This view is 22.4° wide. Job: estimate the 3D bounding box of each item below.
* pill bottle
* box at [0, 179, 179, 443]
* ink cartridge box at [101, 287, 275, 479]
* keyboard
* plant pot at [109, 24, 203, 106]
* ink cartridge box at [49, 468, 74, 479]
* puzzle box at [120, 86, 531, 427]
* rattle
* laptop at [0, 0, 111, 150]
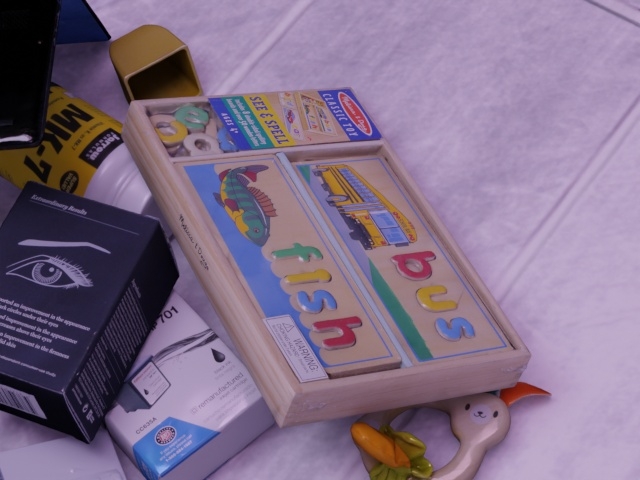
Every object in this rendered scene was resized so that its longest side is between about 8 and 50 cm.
[{"bbox_3d":[-0.248,-0.078,1.726,0.208,0.119,0.119,31,67,20],"label":"pill bottle"},{"bbox_3d":[-0.252,0.066,1.557,0.153,0.108,0.207,17,61,18],"label":"box"},{"bbox_3d":[-0.158,0.144,1.612,0.140,0.082,0.191,-38,64,-16],"label":"ink cartridge box"},{"bbox_3d":[-0.309,0.232,1.514,0.256,0.014,0.072,-10,49,-27],"label":"keyboard"},{"bbox_3d":[-0.193,-0.196,1.816,0.081,0.081,0.083,-30,52,-12],"label":"plant pot"},{"bbox_3d":[-0.414,0.350,1.487,0.324,0.071,0.330,3,48,6],"label":"ink cartridge box"},{"bbox_3d":[0.000,0.000,1.606,0.272,0.052,0.409,-7,48,-31],"label":"puzzle box"},{"bbox_3d":[0.125,0.156,1.550,0.200,0.142,0.130,-24,43,-2],"label":"rattle"},{"bbox_3d":[-0.436,-0.150,1.672,0.382,0.236,0.407,-5,47,3],"label":"laptop"}]
